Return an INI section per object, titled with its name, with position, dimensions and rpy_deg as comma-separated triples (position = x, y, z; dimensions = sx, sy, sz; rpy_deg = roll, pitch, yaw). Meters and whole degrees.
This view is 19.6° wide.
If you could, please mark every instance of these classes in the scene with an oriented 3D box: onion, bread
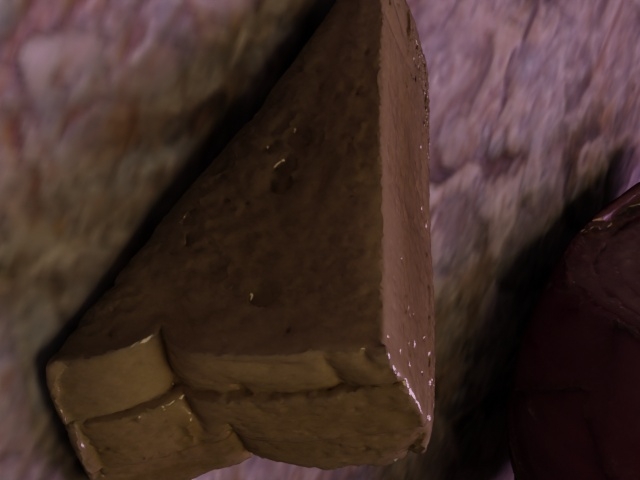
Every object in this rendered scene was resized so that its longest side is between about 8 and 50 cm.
[onion]
position = 0.179, 0.077, 0.864
dimensions = 0.207, 0.200, 0.200
rpy_deg = -69, 165, -49
[bread]
position = -0.020, -0.004, 0.576
dimensions = 0.077, 0.105, 0.152
rpy_deg = 71, 17, -54
